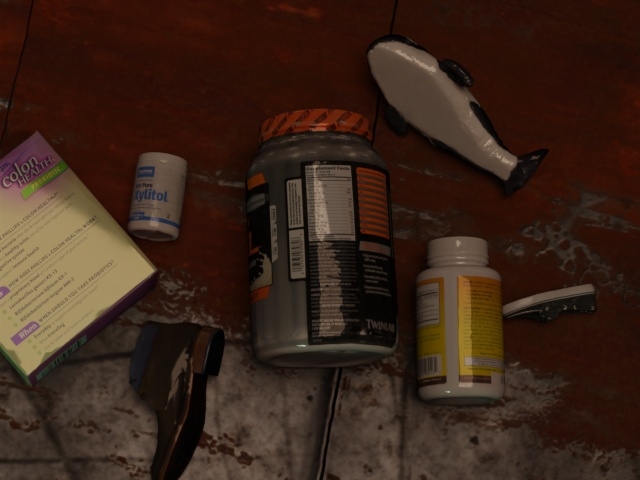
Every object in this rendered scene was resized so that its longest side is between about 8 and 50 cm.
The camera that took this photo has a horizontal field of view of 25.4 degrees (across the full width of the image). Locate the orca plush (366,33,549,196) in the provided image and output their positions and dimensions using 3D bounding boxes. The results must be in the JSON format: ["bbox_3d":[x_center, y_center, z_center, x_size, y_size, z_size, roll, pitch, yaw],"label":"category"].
[{"bbox_3d":[0.194,-0.198,1.980,0.287,0.151,0.102,30,43,3],"label":"orca plush"}]

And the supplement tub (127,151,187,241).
[{"bbox_3d":[-0.218,-0.057,1.899,0.071,0.071,0.107,7,76,-7],"label":"supplement tub"}]

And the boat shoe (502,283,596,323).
[{"bbox_3d":[0.316,0.092,1.954,0.142,0.049,0.040,-12,79,-13],"label":"boat shoe"}]

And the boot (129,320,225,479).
[{"bbox_3d":[-0.205,0.209,1.849,0.106,0.082,0.219,14,78,18],"label":"boot"}]

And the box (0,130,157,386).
[{"bbox_3d":[-0.369,0.026,1.833,0.213,0.117,0.243,-41,86,-15],"label":"box"}]

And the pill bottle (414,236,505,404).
[{"bbox_3d":[0.185,0.107,1.895,0.117,0.117,0.215,2,77,-8],"label":"pill bottle"}]

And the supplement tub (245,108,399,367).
[{"bbox_3d":[0.000,0.000,1.854,0.193,0.193,0.316,0,76,-8],"label":"supplement tub"}]
